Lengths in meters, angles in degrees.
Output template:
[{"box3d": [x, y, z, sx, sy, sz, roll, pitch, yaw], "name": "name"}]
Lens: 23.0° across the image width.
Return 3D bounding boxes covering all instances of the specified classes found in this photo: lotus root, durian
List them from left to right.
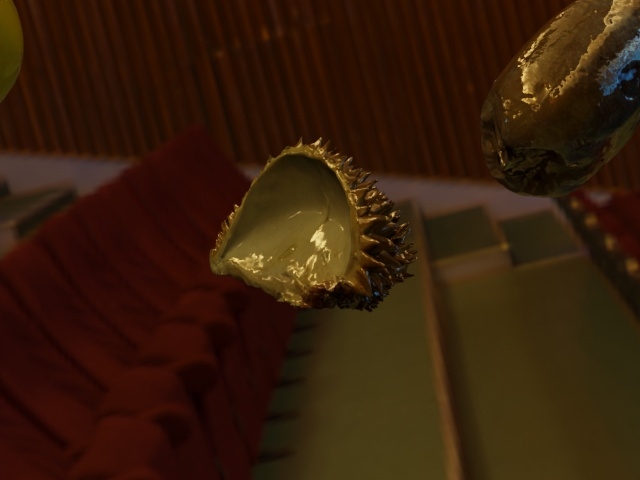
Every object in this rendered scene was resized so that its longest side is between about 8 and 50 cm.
[{"box3d": [0.000, 0.000, 1.345, 0.252, 0.144, 0.139, 25, 79, 49], "name": "durian"}, {"box3d": [0.177, -0.107, 1.031, 0.088, 0.113, 0.192, 32, 61, 19], "name": "lotus root"}]

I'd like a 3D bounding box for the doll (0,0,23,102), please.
[{"box3d": [-0.326, -0.109, 1.165, 0.145, 0.363, 0.199, 35, 4, 25], "name": "doll"}]
